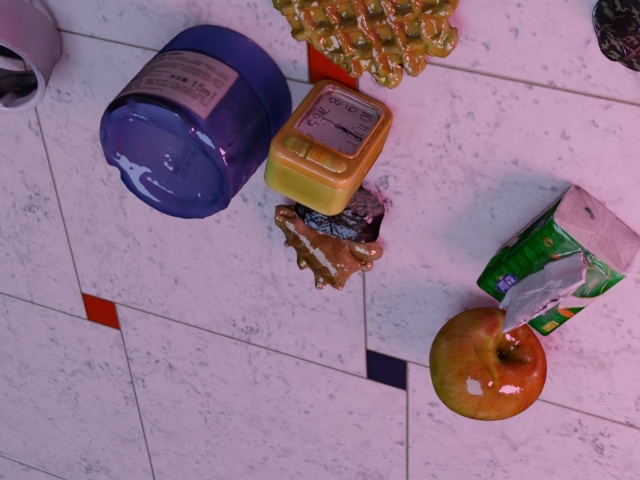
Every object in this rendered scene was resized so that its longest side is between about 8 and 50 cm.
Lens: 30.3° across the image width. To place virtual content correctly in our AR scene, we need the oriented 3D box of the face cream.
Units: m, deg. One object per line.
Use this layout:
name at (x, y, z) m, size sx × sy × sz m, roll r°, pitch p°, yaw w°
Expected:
face cream at (-0.201, -0.186, 1.899) m, size 0.249 × 0.225 × 0.249 m, roll 18°, pitch 136°, yaw 19°

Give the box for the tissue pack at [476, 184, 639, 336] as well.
tissue pack at (0.358, 0.050, 1.819) m, size 0.148 × 0.156 × 0.209 m, roll 40°, pitch 138°, yaw -3°

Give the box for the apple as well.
apple at (0.276, 0.212, 1.993) m, size 0.195 × 0.196 × 0.196 m, roll 17°, pitch 135°, yaw 18°

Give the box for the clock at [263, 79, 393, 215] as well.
clock at (0.014, -0.146, 1.816) m, size 0.143 × 0.202 × 0.096 m, roll 24°, pitch 137°, yaw 9°

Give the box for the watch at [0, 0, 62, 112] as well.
watch at (-0.579, -0.337, 2.061) m, size 0.231 × 0.196 × 0.244 m, roll 26°, pitch 142°, yaw -23°

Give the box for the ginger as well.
ginger at (0.001, 0.014, 2.057) m, size 0.205 × 0.081 × 0.115 m, roll 26°, pitch 131°, yaw 7°

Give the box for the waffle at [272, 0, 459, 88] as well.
waffle at (0.060, -0.369, 1.687) m, size 0.324 × 0.068 × 0.302 m, roll 29°, pitch 138°, yaw 3°

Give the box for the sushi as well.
sushi at (0.033, -0.052, 1.975) m, size 0.150 × 0.090 × 0.078 m, roll 20°, pitch 127°, yaw 8°

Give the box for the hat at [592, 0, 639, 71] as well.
hat at (0.396, -0.269, 1.562) m, size 0.121 × 0.050 × 0.121 m, roll 42°, pitch 148°, yaw 35°
